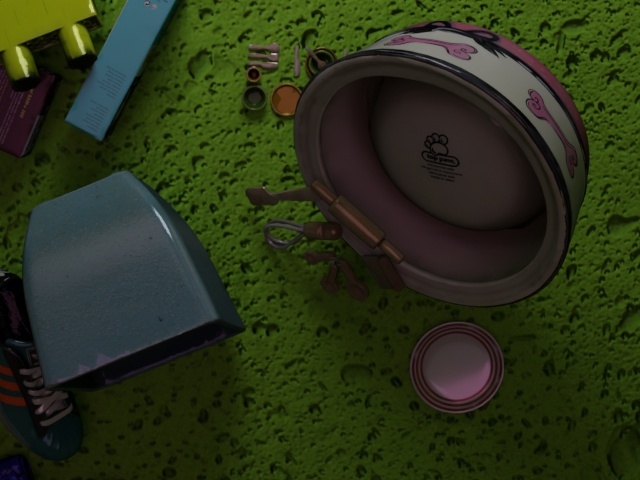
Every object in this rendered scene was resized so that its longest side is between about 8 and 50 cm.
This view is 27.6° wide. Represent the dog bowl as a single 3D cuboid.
[{"bbox_3d":[0.173,-0.112,1.736,0.408,0.408,0.150,47,53,-7],"label":"dog bowl"}]

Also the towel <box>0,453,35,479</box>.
[{"bbox_3d":[-0.554,0.470,1.952,0.308,0.076,0.227,-17,98,2],"label":"towel"}]

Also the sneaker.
[{"bbox_3d":[-0.417,0.182,1.870,0.108,0.121,0.302,-31,100,-34],"label":"sneaker"}]

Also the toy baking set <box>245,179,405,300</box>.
[{"bbox_3d":[0.004,-0.002,1.845,0.256,0.197,0.030,43,53,-4],"label":"toy baking set"}]

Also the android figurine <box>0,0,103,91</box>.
[{"bbox_3d":[-0.406,-0.346,1.792,0.248,0.056,0.273,-20,76,0],"label":"android figurine"}]

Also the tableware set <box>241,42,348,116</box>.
[{"bbox_3d":[-0.035,-0.229,1.875,0.154,0.024,0.104,4,99,-2],"label":"tableware set"}]

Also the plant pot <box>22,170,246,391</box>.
[{"bbox_3d":[-0.277,0.049,1.816,0.248,0.247,0.252,-22,81,3],"label":"plant pot"}]

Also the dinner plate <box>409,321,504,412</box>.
[{"bbox_3d":[0.203,0.189,1.948,0.141,0.017,0.141,0,99,0],"label":"dinner plate"}]

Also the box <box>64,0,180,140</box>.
[{"bbox_3d":[-0.270,-0.263,1.827,0.060,0.100,0.244,28,98,-6],"label":"box"}]

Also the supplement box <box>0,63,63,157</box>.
[{"bbox_3d":[-0.503,-0.224,1.844,0.239,0.073,0.130,25,98,-4],"label":"supplement box"}]
